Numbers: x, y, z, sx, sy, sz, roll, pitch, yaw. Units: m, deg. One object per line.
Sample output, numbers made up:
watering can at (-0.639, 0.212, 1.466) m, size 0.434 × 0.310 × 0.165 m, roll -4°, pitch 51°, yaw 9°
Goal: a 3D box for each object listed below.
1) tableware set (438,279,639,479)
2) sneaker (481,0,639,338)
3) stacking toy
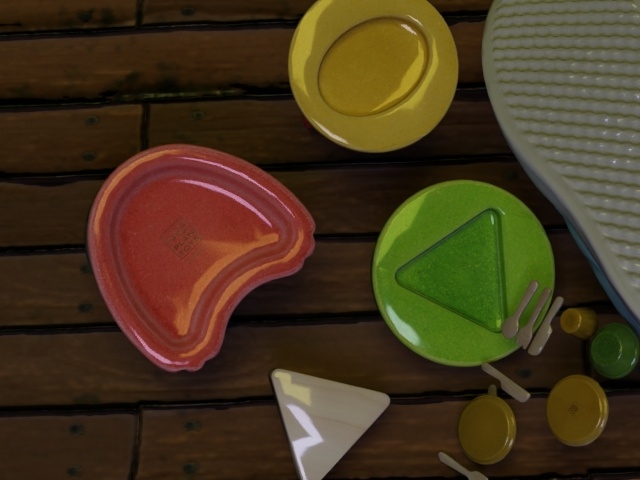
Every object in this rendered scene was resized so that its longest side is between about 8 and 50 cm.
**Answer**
tableware set at (0.151, 0.112, 1.198) m, size 0.104 × 0.024 × 0.154 m, roll 34°, pitch 103°, yaw 38°
sneaker at (0.216, -0.038, 1.239) m, size 0.135 × 0.150 × 0.366 m, roll -22°, pitch 54°, yaw 7°
stacking toy at (0.000, 0.000, 1.282) m, size 0.309 × 0.130 × 0.279 m, roll -36°, pitch 94°, yaw -8°
